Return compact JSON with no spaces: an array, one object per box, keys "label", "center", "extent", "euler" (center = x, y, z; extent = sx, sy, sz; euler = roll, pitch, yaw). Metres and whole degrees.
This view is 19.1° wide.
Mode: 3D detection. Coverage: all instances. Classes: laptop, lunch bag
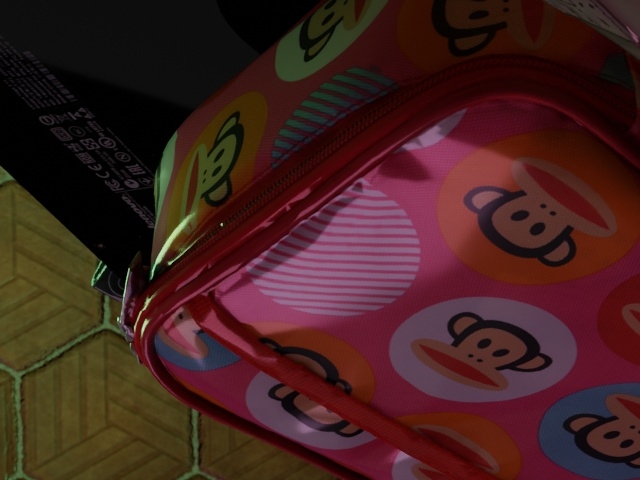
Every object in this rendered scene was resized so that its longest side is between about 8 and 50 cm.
[{"label":"laptop","center":[-0.067,-0.130,0.864],"extent":[0.408,0.236,0.382],"euler":[-8,143,32]},{"label":"lunch bag","center":[0.080,0.027,0.716],"extent":[0.293,0.120,0.258],"euler":[30,135,-28]}]

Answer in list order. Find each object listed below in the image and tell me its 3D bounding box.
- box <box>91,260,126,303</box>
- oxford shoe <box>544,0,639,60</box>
[{"label":"box","center":[0.000,0.000,1.284],"extent":[0.247,0.163,0.142],"euler":[28,-158,-4]},{"label":"oxford shoe","center":[0.152,-0.015,0.440],"extent":[0.364,0.132,0.130],"euler":[28,176,13]}]
